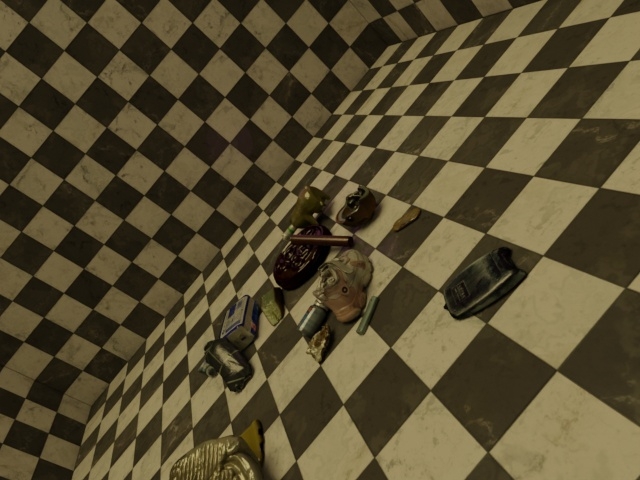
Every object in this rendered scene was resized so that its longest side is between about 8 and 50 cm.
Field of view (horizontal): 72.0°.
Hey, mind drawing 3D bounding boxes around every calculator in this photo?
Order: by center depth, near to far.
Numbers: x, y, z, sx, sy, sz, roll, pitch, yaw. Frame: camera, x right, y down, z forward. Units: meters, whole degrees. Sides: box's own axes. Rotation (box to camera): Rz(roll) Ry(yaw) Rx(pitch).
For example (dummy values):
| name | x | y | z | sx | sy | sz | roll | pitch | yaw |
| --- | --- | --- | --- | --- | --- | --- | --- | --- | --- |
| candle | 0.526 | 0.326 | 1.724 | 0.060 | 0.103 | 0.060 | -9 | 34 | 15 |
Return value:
| name | x | y | z | sx | sy | sz | roll | pitch | yaw |
| --- | --- | --- | --- | --- | --- | --- | --- | --- | --- |
| calculator | 0.483 | 0.133 | 1.345 | 0.268 | 0.040 | 0.177 | -45 | 22 | 23 |
| calculator | -0.276 | 0.812 | 1.693 | 0.157 | 0.033 | 0.236 | -46 | 27 | 10 |

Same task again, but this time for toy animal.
| name | x | y | z | sx | sy | sz | roll | pitch | yaw |
| --- | --- | --- | --- | --- | --- | --- | --- | --- | --- |
| toy animal | -0.083 | -0.146 | 2.582 | 0.181 | 0.181 | 0.362 | -77 | 12 | -56 |

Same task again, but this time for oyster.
| name | x | y | z | sx | sy | sz | roll | pitch | yaw |
| --- | --- | --- | --- | --- | --- | --- | --- | --- | --- |
| oyster | 0.004 | 0.406 | 1.760 | 0.103 | 0.051 | 0.148 | 18 | 79 | 52 |

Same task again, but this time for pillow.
| name | x | y | z | sx | sy | sz | roll | pitch | yaw |
| --- | --- | --- | --- | --- | --- | --- | --- | --- | --- |
| pillow | -0.455 | 0.591 | 2.143 | 0.335 | 0.092 | 0.161 | 34 | 79 | 37 |

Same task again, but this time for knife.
| name | x | y | z | sx | sy | sz | roll | pitch | yaw |
| --- | --- | --- | --- | --- | --- | --- | --- | --- | --- |
| knife | 0.176 | 0.284 | 1.671 | 0.044 | 0.023 | 0.162 | -17 | 41 | 57 |

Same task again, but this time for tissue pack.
| name | x | y | z | sx | sy | sz | roll | pitch | yaw |
| --- | --- | --- | --- | --- | --- | --- | --- | --- | --- |
| tissue pack | -0.428 | 0.450 | 2.353 | 0.209 | 0.137 | 0.269 | -44 | 22 | 19 |

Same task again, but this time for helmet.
| name | x | y | z | sx | sy | sz | roll | pitch | yaw |
| --- | --- | --- | --- | --- | --- | --- | --- | --- | --- |
| helmet | 0.186 | -0.149 | 2.138 | 0.224 | 0.130 | 0.198 | -48 | 18 | 30 |

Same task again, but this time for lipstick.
| name | x | y | z | sx | sy | sz | roll | pitch | yaw |
| --- | --- | --- | --- | --- | --- | --- | --- | --- | --- |
| lipstick | 0.000 | 0.000 | 2.195 | 0.357 | 0.057 | 0.057 | 3 | 55 | 36 |

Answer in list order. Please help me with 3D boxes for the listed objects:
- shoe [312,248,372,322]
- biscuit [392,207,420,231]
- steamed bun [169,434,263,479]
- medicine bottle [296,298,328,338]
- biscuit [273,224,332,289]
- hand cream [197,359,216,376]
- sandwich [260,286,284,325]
| name | x | y | z | sx | sy | sz | roll | pitch | yaw |
| --- | --- | --- | --- | --- | --- | --- | --- | --- | --- |
| shoe | 0.090 | 0.146 | 1.803 | 0.172 | 0.198 | 0.350 | -33 | 31 | 32 |
| biscuit | 0.365 | -0.088 | 1.879 | 0.147 | 0.018 | 0.071 | -37 | 25 | 30 |
| steamed bun | -0.336 | 0.851 | 1.521 | 0.324 | 0.219 | 0.309 | -37 | 55 | -2 |
| medicine bottle | -0.018 | 0.317 | 1.890 | 0.203 | 0.083 | 0.083 | -55 | 24 | -13 |
| biscuit | -0.106 | 0.078 | 2.372 | 0.407 | 0.091 | 0.407 | -39 | 26 | 23 |
| hand cream | -0.627 | 0.709 | 2.435 | 0.088 | 0.055 | 0.256 | -59 | 19 | -19 |
| sandwich | -0.245 | 0.320 | 2.271 | 0.094 | 0.096 | 0.258 | -39 | 29 | 13 |
